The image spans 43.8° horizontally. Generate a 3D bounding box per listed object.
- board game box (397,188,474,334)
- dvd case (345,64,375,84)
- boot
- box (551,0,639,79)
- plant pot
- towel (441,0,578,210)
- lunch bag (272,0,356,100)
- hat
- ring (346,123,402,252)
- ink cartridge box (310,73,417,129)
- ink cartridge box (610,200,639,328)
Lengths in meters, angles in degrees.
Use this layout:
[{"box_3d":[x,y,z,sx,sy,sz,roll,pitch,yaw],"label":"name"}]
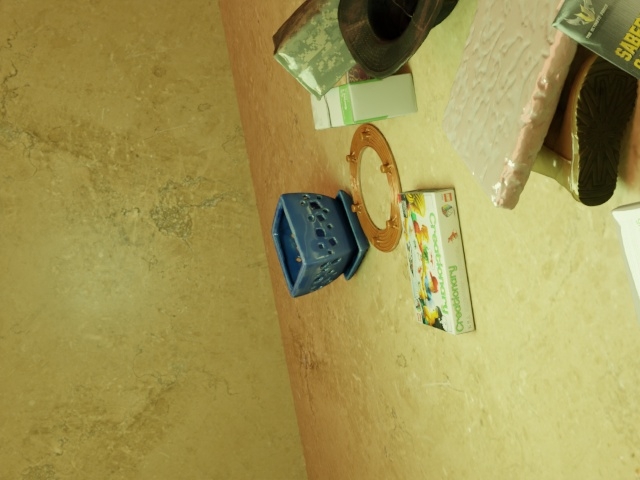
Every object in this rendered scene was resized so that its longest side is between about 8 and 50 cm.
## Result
[{"box_3d":[0.249,0.041,1.734,0.193,0.053,0.305,-173,72,-72],"label":"board game box"},{"box_3d":[0.105,-0.436,1.960,0.221,0.018,0.164,-137,38,-63],"label":"dvd case"},{"box_3d":[0.346,-0.195,1.202,0.269,0.089,0.236,-124,34,-61],"label":"boot"},{"box_3d":[0.389,-0.289,0.886,0.183,0.056,0.231,36,149,11],"label":"box"},{"box_3d":[0.000,0.000,2.253,0.236,0.212,0.235,109,146,-61],"label":"plant pot"},{"box_3d":[0.286,-0.258,1.207,0.317,0.054,0.331,-105,25,-60],"label":"towel"},{"box_3d":[0.019,-0.475,1.784,0.169,0.235,0.287,41,-162,-22],"label":"lunch bag"},{"box_3d":[0.173,-0.469,1.509,0.331,0.134,0.331,5,96,56],"label":"hat"},{"box_3d":[0.131,-0.131,2.053,0.336,0.032,0.336,170,90,-74],"label":"ring"},{"box_3d":[0.092,-0.311,1.801,0.219,0.160,0.092,-169,68,-66],"label":"ink cartridge box"},{"box_3d":[0.482,0.085,0.856,0.272,0.130,0.309,161,98,-72],"label":"ink cartridge box"}]
